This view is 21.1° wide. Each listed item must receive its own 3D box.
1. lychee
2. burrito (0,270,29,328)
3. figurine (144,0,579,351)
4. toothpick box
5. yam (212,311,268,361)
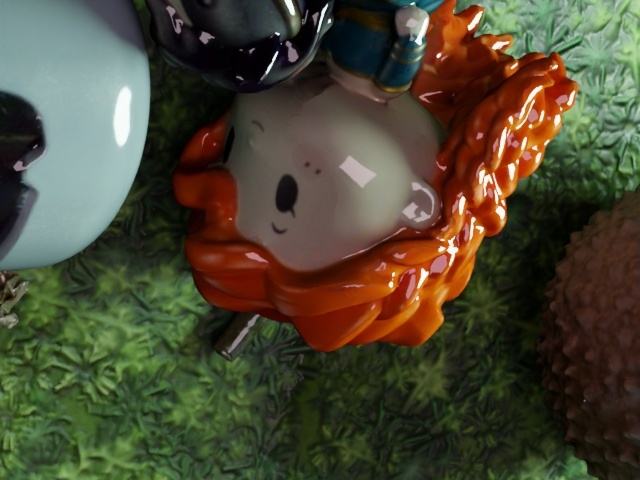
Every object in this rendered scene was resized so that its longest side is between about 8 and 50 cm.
[{"bbox_3d":[0.308,0.086,1.341,0.300,0.300,0.300,-6,107,-21],"label":"lychee"},{"bbox_3d":[-0.272,0.012,1.206,0.149,0.041,0.055,33,77,-23],"label":"burrito"},{"bbox_3d":[0.020,-0.125,1.135,0.306,0.241,0.411,-45,143,-27],"label":"figurine"},{"bbox_3d":[-0.265,-0.105,1.061,0.355,0.263,0.263,0,105,-37],"label":"toothpick box"},{"bbox_3d":[-0.001,-0.001,1.320,0.027,0.029,0.234,40,87,-23],"label":"yam"}]
